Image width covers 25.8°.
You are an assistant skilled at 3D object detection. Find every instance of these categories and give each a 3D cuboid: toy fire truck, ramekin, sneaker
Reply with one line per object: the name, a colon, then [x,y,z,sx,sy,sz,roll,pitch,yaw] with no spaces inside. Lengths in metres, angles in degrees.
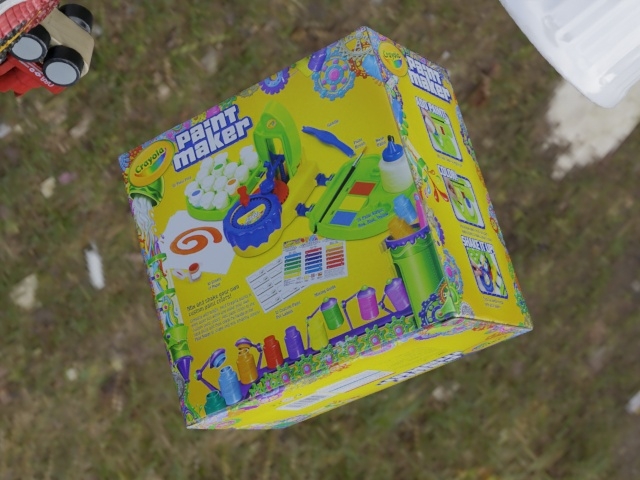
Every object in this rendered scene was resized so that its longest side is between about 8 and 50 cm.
toy fire truck: [-0.473,-0.289,2.000,0.246,0.158,0.217,-28,132,33]
ramekin: [0.276,-0.287,1.461,0.135,0.277,0.277,-37,144,24]
sneaker: [-0.295,-0.248,1.322,0.088,0.093,0.225,-42,-170,42]

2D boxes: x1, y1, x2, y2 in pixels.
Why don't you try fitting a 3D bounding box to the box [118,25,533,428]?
box: [0.000,0.000,1.311,0.290,0.279,0.177,-24,162,26]
